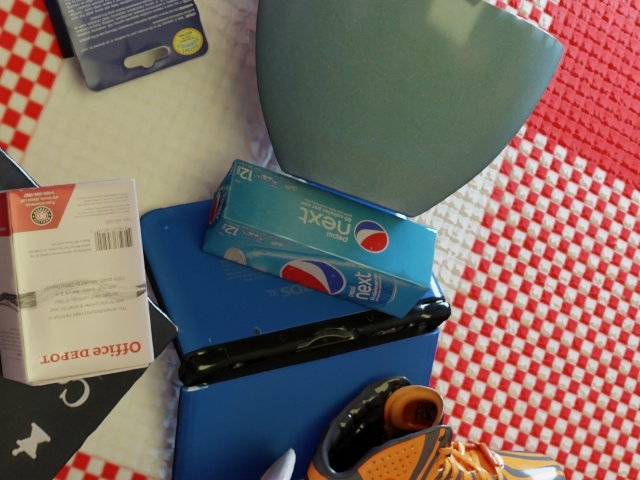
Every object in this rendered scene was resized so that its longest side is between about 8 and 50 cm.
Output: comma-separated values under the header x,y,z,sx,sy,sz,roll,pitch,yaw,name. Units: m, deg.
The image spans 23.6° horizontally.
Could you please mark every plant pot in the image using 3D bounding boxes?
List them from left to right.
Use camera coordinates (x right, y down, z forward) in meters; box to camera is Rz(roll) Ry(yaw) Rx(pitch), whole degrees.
x,y,z,sx,sy,sz,roll,pitch,yaw,name
0.059,-0.134,1.437,0.290,0.290,0.195,19,91,-30,plant pot

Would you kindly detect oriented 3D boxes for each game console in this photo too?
x,y,z,sx,sy,sz,roll,pitch,yaw,name
-0.037,0.095,1.525,0.293,0.173,0.250,-10,66,-30,game console

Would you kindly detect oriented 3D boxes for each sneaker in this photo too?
x,y,z,sx,sy,sz,roll,pitch,yaw,name
0.130,0.226,1.537,0.321,0.124,0.180,-8,124,-31,sneaker

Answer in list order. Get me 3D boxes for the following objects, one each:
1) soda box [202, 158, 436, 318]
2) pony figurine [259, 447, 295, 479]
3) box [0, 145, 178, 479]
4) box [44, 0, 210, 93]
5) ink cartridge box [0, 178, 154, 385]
x,y,z,sx,sy,sz,roll,pitch,yaw,name
0.000,0.000,1.448,0.210,0.067,0.071,19,54,-13,soda box
-0.136,0.319,1.318,0.363,0.351,0.302,14,87,-8,pony figurine
-0.457,0.072,1.124,0.480,0.297,0.472,48,71,-23,box
-0.196,-0.259,1.413,0.136,0.036,0.225,-23,102,-28,box
-0.179,0.028,1.087,0.099,0.056,0.135,-7,93,-32,ink cartridge box
